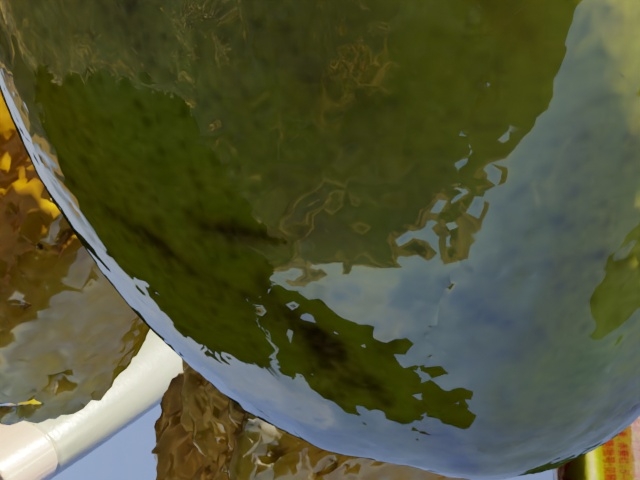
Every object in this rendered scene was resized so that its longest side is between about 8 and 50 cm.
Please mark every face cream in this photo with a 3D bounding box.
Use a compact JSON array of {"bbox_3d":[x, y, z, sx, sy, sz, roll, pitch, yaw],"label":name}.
[{"bbox_3d":[-0.176,0.121,1.112,0.084,0.198,0.057,-8,-74,38],"label":"face cream"}]

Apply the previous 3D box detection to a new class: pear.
[{"bbox_3d":[0.025,-0.089,0.455,0.253,0.253,0.307,33,-54,55],"label":"pear"}]

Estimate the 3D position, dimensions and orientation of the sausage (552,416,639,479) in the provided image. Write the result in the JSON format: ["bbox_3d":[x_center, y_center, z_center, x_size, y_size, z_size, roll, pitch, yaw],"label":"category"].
[{"bbox_3d":[0.177,0.140,0.988,0.082,0.082,0.371,-21,-120,45],"label":"sausage"}]

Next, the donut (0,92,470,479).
[{"bbox_3d":[0.000,0.000,0.843,0.378,0.435,0.163,-34,-134,10],"label":"donut"}]
